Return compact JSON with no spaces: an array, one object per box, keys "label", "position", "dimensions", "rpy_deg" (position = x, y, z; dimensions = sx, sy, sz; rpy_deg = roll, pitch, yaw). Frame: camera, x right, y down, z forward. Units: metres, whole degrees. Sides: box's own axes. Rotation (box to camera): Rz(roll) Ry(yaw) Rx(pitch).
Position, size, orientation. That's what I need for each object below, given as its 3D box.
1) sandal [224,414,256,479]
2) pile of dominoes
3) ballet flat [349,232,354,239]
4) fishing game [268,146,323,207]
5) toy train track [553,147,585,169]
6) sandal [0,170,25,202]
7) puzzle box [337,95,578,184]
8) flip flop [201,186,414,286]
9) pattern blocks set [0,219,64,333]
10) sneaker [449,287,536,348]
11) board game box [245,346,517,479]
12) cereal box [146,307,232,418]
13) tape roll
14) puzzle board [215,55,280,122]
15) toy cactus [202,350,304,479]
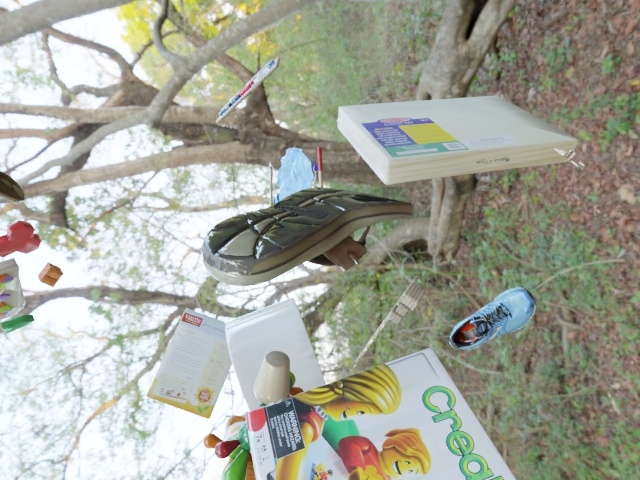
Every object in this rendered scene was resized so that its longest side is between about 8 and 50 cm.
[{"label":"sandal","position":[-0.156,0.506,1.047],"dimensions":[0.076,0.101,0.265],"rpy_deg":[-59,30,17]},{"label":"pile of dominoes","position":[0.163,0.208,1.063],"dimensions":[0.196,0.040,0.251],"rpy_deg":[-39,-20,-51]},{"label":"ballet flat","position":[0.025,-0.010,1.170],"dimensions":[0.342,0.116,0.124],"rpy_deg":[-5,-104,-75]},{"label":"fishing game","position":[-0.049,-0.099,0.936],"dimensions":[0.264,0.041,0.189],"rpy_deg":[-3,89,62]},{"label":"toy train track","position":[0.377,-0.122,0.663],"dimensions":[0.083,0.014,0.048],"rpy_deg":[11,-144,-42]},{"label":"sandal","position":[-0.745,-0.127,0.970],"dimensions":[0.180,0.049,0.072],"rpy_deg":[23,-145,-47]},{"label":"puzzle box","position":[0.266,-0.223,0.926],"dimensions":[0.272,0.408,0.052],"rpy_deg":[-116,22,-50]},{"label":"flip flop","position":[0.000,0.000,0.467],"dimensions":[0.277,0.112,0.080],"rpy_deg":[-26,-57,-48]},{"label":"pattern blocks set","position":[-0.642,0.110,0.845],"dimensions":[0.026,0.285,0.325],"rpy_deg":[49,146,18]},{"label":"sneaker","position":[0.282,0.139,0.739],"dimensions":[0.073,0.162,0.063],"rpy_deg":[0,-129,-57]},{"label":"board game box","position":[0.064,0.233,0.323],"dimensions":[0.305,0.192,0.053],"rpy_deg":[-117,13,-52]},{"label":"cereal box","position":[-0.322,0.320,1.172],"dimensions":[0.047,0.172,0.240],"rpy_deg":[128,164,-70]},{"label":"tape roll","position":[-0.098,0.272,1.020],"dimensions":[0.246,0.169,0.246],"rpy_deg":[160,90,-83]},{"label":"puzzle board","position":[-0.114,-0.242,0.707],"dimensions":[0.011,0.128,0.096],"rpy_deg":[45,-162,-24]},{"label":"toy cactus","position":[-0.082,0.231,0.634],"dimensions":[0.219,0.112,0.181],"rpy_deg":[-33,-39,-57]}]
